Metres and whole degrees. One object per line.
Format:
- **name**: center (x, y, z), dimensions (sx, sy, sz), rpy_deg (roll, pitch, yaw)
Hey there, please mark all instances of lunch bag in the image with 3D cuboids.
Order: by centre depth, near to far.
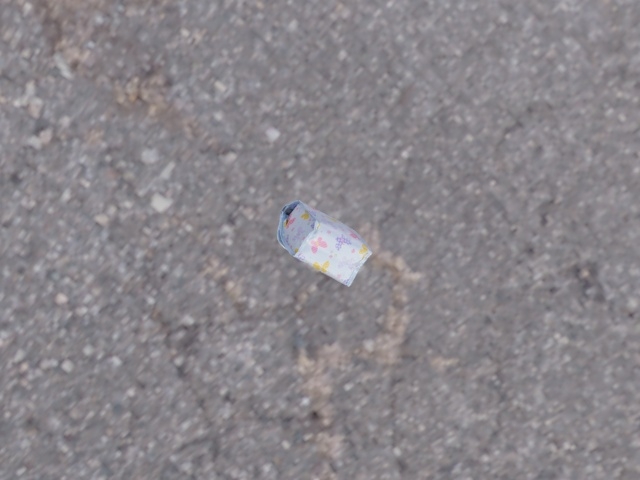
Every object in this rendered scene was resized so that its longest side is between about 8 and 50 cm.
- **lunch bag**: center (0.000, 0.000, 1.291), dimensions (0.071, 0.053, 0.083), rpy_deg (28, 13, -27)
